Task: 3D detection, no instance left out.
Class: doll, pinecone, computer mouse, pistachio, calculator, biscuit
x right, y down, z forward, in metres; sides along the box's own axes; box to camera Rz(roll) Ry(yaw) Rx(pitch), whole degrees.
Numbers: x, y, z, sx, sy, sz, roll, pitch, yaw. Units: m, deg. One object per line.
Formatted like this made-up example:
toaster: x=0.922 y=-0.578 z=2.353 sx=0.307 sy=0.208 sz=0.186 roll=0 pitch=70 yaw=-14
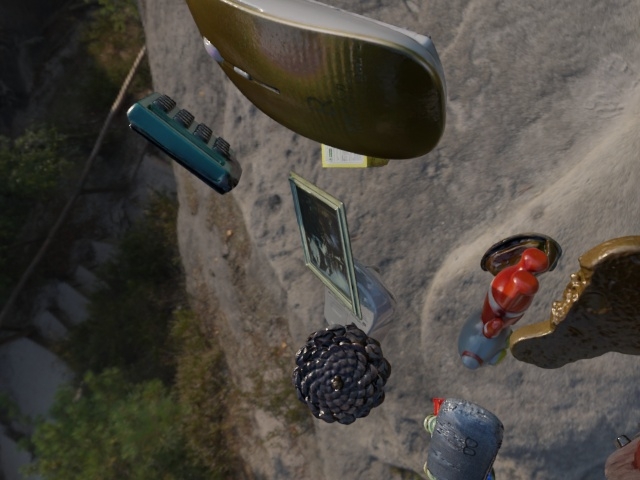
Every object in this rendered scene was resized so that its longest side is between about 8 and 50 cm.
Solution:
doll: x=0.359 y=0.165 z=1.191 sx=0.105 sy=0.200 sz=0.337 roll=30 pitch=135 yaw=13
pinecone: x=0.029 y=0.184 z=0.827 sx=0.140 sy=0.121 sz=0.140 roll=0 pitch=81 yaw=2
computer mouse: x=-0.018 y=-0.133 z=0.445 sx=0.245 sy=0.126 sz=0.056 roll=30 pitch=71 yaw=27
pistachio: x=0.511 y=0.050 z=1.508 sx=0.210 sy=0.131 sz=0.165 roll=-17 pitch=128 yaw=38
computer mouse: x=0.099 y=0.135 z=1.334 sx=0.184 sy=0.121 sz=0.297 roll=43 pitch=150 yaw=29
calculator: x=-0.273 y=-0.214 z=1.232 sx=0.248 sy=0.274 sz=0.058 roll=38 pitch=102 yaw=-17
biscuit: x=0.390 y=0.088 z=0.772 sx=0.183 sy=0.047 sz=0.320 roll=37 pitch=129 yaw=-8

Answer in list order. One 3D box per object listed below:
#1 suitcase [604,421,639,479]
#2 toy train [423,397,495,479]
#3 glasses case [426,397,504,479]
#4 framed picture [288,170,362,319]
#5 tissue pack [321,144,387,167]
suitcase: x=0.408 y=0.273 z=0.563 sx=0.161 sy=0.297 sz=0.236 roll=-28 pitch=61 yaw=5
toy train: x=0.274 y=0.421 z=1.170 sx=0.131 sy=0.083 sz=0.204 roll=1 pitch=77 yaw=3
glasses case: x=0.242 y=0.356 z=1.000 sx=0.109 sy=0.067 sz=0.282 roll=25 pitch=142 yaw=24
framed picture: x=0.000 y=0.000 z=1.154 sx=0.296 sy=0.019 sz=0.232 roll=-140 pitch=37 yaw=-64
tissue pack: x=0.053 y=-0.206 z=0.945 sx=0.095 sy=0.062 sz=0.176 roll=5 pitch=103 yaw=41
